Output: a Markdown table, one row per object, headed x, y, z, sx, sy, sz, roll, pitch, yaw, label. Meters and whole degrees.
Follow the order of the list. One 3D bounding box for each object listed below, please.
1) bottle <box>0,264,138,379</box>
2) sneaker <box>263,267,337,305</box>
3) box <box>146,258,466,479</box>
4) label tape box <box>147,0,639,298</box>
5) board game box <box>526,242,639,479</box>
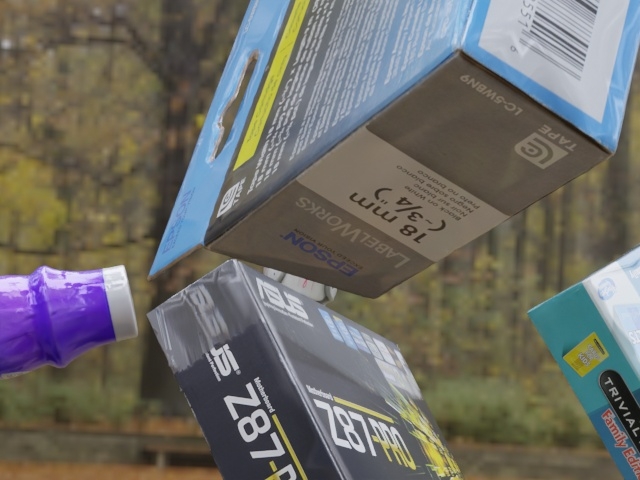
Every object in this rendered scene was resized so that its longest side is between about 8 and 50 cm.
| x | y | z | sx | sy | sz | roll | pitch | yaw | label |
| --- | --- | --- | --- | --- | --- | --- | --- | --- | --- |
| -0.305 | 0.082 | 1.573 | 0.282 | 0.092 | 0.118 | -11 | -1 | -6 | bottle |
| 0.000 | 0.000 | 1.637 | 0.090 | 0.232 | 0.115 | 13 | 40 | -2 | sneaker |
| 0.035 | 0.206 | 1.466 | 0.097 | 0.318 | 0.395 | -34 | -24 | 11 | box |
| 0.050 | -0.104 | 1.020 | 0.106 | 0.241 | 0.333 | 29 | -33 | -18 | label tape box |
| 0.375 | 0.165 | 1.777 | 0.079 | 0.336 | 0.254 | -33 | -5 | 38 | board game box |
